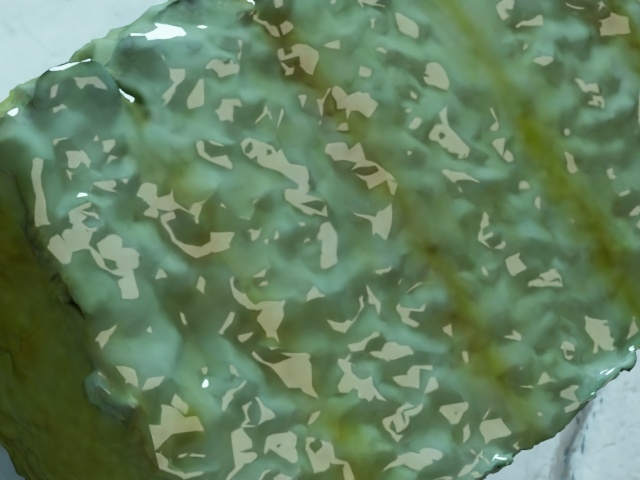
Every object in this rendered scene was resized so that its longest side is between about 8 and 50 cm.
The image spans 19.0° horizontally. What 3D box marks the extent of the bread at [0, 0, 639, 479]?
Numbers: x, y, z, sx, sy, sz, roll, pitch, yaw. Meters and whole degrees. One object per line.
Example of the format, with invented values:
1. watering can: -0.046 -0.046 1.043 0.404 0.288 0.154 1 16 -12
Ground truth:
1. bread: 0.004 -0.003 0.888 0.395 0.264 0.239 -34 92 -30
